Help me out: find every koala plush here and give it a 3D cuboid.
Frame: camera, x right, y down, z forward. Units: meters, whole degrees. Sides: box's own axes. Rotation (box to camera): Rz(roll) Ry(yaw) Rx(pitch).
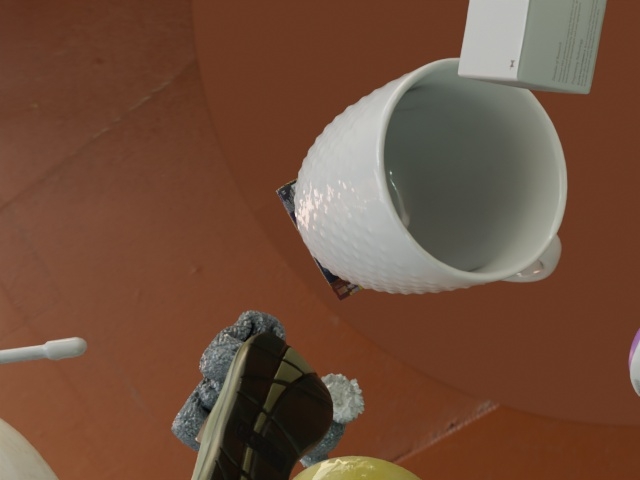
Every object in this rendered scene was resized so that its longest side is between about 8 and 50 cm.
[{"bbox_3d":[-0.055,0.223,1.539,0.221,0.203,0.196,30,122,9],"label":"koala plush"}]

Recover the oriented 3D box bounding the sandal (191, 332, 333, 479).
[{"bbox_3d":[-0.073,0.192,1.009,0.086,0.303,0.120,-34,105,32],"label":"sandal"}]

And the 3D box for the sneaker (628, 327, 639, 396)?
[{"bbox_3d":[0.459,0.198,1.245,0.152,0.305,0.114,16,70,42],"label":"sneaker"}]

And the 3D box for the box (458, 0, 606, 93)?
[{"bbox_3d":[0.196,-0.193,1.014,0.087,0.101,0.102,4,99,-26],"label":"box"}]

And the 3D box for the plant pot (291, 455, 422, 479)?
[{"bbox_3d":[0.024,0.236,0.767,0.134,0.095,0.134,4,113,9],"label":"plant pot"}]

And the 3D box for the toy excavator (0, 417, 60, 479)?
[{"bbox_3d":[-0.070,0.199,0.474,0.433,0.222,0.445,-30,88,42],"label":"toy excavator"}]

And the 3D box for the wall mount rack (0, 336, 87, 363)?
[{"bbox_3d":[-0.355,0.214,0.946,0.304,0.350,0.130,-38,125,21],"label":"wall mount rack"}]

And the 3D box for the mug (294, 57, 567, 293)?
[{"bbox_3d":[0.153,-0.042,1.452,0.374,0.328,0.276,28,70,-21],"label":"mug"}]

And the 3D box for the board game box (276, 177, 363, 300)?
[{"bbox_3d":[0.000,0.000,1.683,0.048,0.141,0.170,-29,74,-1],"label":"board game box"}]
